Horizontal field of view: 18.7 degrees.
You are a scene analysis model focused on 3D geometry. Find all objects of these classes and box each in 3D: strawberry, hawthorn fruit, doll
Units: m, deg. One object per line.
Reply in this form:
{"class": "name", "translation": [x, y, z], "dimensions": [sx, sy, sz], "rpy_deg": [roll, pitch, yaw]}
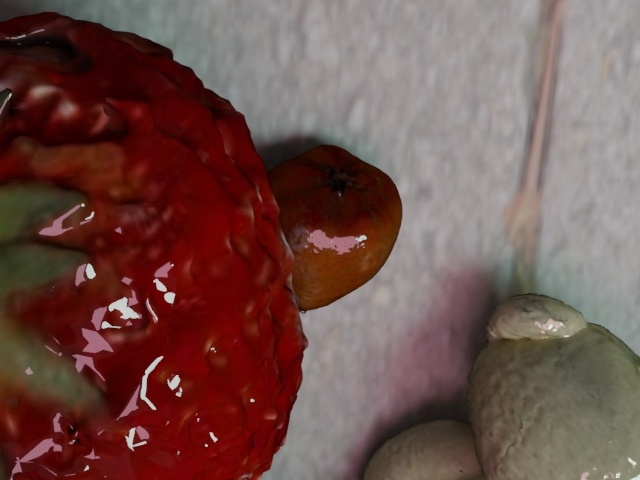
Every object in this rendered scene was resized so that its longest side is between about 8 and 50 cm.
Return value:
{"class": "strawberry", "translation": [-0.145, 0.027, 0.937], "dimensions": [0.291, 0.310, 0.292], "rpy_deg": [1, 95, 8]}
{"class": "hawthorn fruit", "translation": [0.000, 0.000, 1.026], "dimensions": [0.081, 0.081, 0.093], "rpy_deg": [5, 133, -12]}
{"class": "doll", "translation": [0.101, 0.171, 1.098], "dimensions": [0.175, 0.149, 0.278], "rpy_deg": [43, 106, 8]}
